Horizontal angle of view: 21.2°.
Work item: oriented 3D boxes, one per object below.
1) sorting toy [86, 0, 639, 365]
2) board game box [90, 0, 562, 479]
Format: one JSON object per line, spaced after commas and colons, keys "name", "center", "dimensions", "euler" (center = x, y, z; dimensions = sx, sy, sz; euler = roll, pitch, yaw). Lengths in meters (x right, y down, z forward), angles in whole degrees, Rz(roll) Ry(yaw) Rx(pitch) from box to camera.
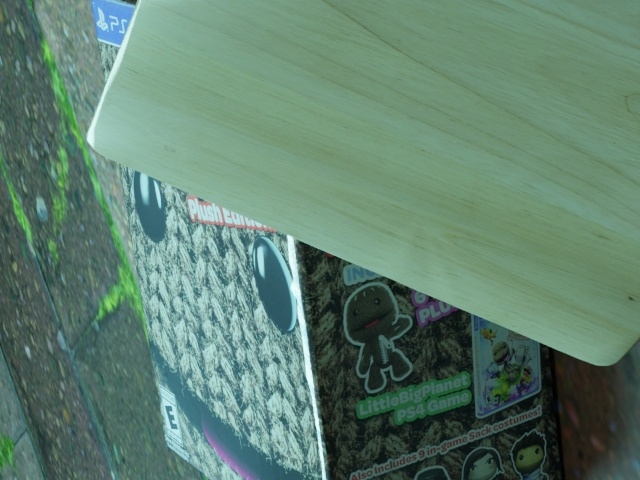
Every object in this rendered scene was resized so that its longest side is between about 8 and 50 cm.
{"name": "sorting toy", "center": [0.066, -0.093, 0.688], "dimensions": [0.255, 0.257, 0.089], "euler": [121, 170, -49]}
{"name": "board game box", "center": [0.000, 0.000, 0.950], "dimensions": [0.232, 0.141, 0.291], "euler": [23, 125, 59]}
